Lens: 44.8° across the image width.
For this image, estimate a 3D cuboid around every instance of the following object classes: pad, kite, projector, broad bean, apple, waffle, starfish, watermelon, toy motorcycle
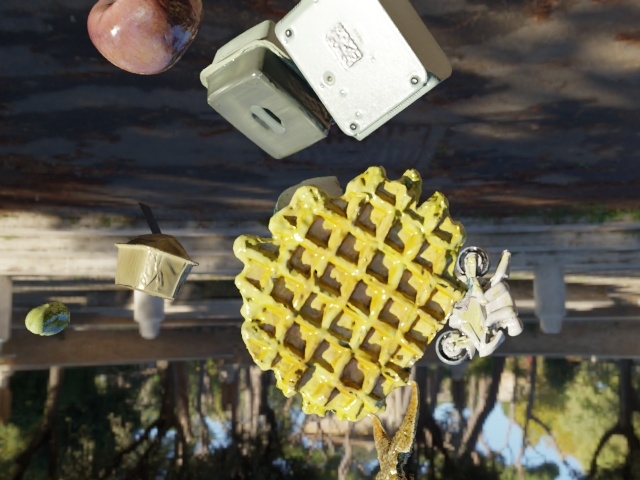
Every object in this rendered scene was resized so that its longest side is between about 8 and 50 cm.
[{"bbox_3d":[-0.449,-0.045,2.080,0.004,0.116,0.193,-25,180,-3],"label":"pad"},{"bbox_3d":[0.259,0.097,1.594,0.139,0.011,0.157,-23,119,33],"label":"kite"},{"bbox_3d":[0.067,-0.321,1.308,0.198,0.250,0.108,-32,-174,38],"label":"projector"},{"bbox_3d":[-0.472,0.136,1.350,0.045,0.063,0.083,19,-170,28],"label":"broad bean"},{"bbox_3d":[-0.453,-0.578,2.039,0.305,0.306,0.235,-6,143,43],"label":"apple"},{"bbox_3d":[0.050,0.067,0.974,0.311,0.307,0.060,-25,-167,-4],"label":"waffle"},{"bbox_3d":[0.106,0.349,1.229,0.050,0.248,0.138,29,149,-18],"label":"starfish"},{"bbox_3d":[0.000,0.000,1.945,0.213,0.290,0.320,5,-165,23],"label":"watermelon"},{"bbox_3d":[0.447,0.183,2.122,0.222,0.341,0.108,9,167,20],"label":"toy motorcycle"}]

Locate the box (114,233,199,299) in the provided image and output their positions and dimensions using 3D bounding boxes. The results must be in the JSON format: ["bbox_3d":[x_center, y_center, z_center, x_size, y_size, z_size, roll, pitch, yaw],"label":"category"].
[{"bbox_3d":[-0.271,0.037,1.261,0.111,0.111,0.177,3,180,-33],"label":"box"}]

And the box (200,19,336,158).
[{"bbox_3d":[-0.106,-0.330,1.735,0.220,0.166,0.290,-21,137,36],"label":"box"}]

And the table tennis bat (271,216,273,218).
[{"bbox_3d":[-0.059,0.065,1.660,0.022,0.247,0.138,-21,172,-5],"label":"table tennis bat"}]
